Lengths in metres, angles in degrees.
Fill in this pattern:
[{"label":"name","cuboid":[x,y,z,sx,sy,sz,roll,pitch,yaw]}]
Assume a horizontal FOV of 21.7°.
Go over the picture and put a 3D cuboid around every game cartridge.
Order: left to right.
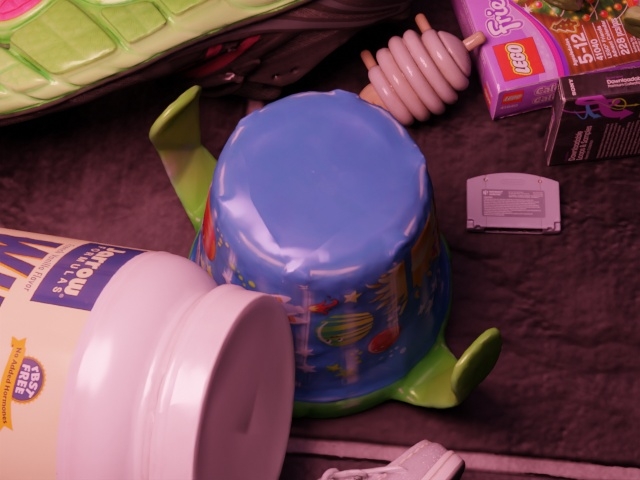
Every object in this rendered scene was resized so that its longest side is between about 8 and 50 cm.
[{"label":"game cartridge","cuboid":[0.171,-0.033,1.481,0.083,0.017,0.056,2,68,0]}]

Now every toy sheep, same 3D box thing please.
[{"label":"toy sheep","cuboid":[0.090,-0.152,1.497,0.132,0.091,0.091,-36,67,14]}]

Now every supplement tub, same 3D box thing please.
[{"label":"supplement tub","cuboid":[-0.204,0.114,1.255,0.324,0.235,0.235,8,64,18]}]

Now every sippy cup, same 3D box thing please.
[{"label":"sippy cup","cuboid":[0.000,0.000,1.349,0.305,0.224,0.240,7,65,2]}]

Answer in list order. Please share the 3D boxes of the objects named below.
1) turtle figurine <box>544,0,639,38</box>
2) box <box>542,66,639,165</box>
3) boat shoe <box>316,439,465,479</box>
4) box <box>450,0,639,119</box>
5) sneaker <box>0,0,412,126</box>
[{"label":"turtle figurine","cuboid":[0.296,-0.323,1.435,0.197,0.274,0.266,24,87,-24]},{"label":"box","cuboid":[0.282,-0.113,1.464,0.162,0.116,0.029,-8,63,-5]},{"label":"boat shoe","cuboid":[-0.030,0.245,1.295,0.320,0.118,0.103,-34,74,-8]},{"label":"box","cuboid":[0.216,-0.268,1.568,0.200,0.057,0.293,-13,66,-7]},{"label":"sneaker","cuboid":[-0.115,-0.181,1.438,0.482,0.202,0.185,-17,52,-10]}]
